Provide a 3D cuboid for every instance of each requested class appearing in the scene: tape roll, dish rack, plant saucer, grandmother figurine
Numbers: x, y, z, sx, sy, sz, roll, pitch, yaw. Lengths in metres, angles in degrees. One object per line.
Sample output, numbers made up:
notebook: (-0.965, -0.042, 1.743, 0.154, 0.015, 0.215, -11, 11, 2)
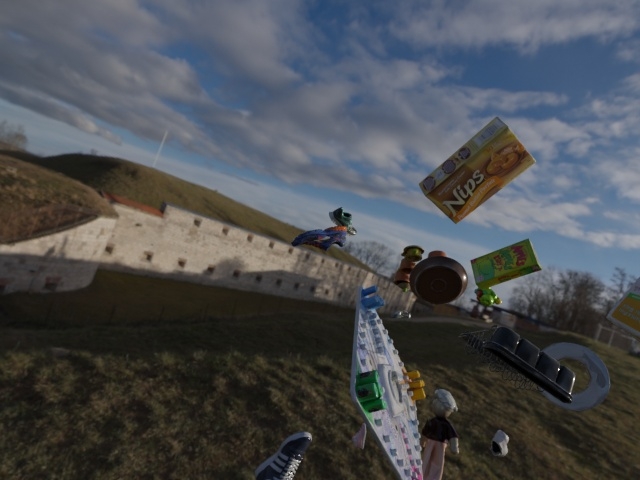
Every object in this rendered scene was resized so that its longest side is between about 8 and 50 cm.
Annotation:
tape roll: (0.845, 0.459, 1.380, 0.219, 0.220, 0.072, 19, -7, 33)
dish rack: (0.451, 0.291, 0.986, 0.208, 0.074, 0.271, 36, -16, 5)
plant saucer: (0.345, 0.125, 1.194, 0.168, 0.169, 0.029, 20, 29, 2)
grandmother figurine: (0.401, 0.690, 1.406, 0.104, 0.343, 0.207, 29, -25, -23)

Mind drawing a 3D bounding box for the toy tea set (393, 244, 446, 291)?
toy tea set: (0.425, 0.148, 1.760, 0.199, 0.125, 0.336, 7, -29, 1)

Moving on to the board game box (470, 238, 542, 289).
board game box: (0.551, 0.073, 1.222, 0.181, 0.092, 0.043, -27, -49, 31)

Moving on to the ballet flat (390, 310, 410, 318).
ballet flat: (0.410, 0.377, 2.082, 0.114, 0.041, 0.041, 5, 3, -21)

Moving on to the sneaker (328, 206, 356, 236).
sneaker: (0.113, -0.082, 1.773, 0.166, 0.076, 0.065, 39, 29, -32)

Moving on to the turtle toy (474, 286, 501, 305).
turtle toy: (0.611, 0.205, 1.502, 0.095, 0.066, 0.130, 54, 9, 3)

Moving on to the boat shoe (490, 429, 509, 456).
boat shoe: (0.711, 0.828, 1.632, 0.066, 0.063, 0.184, 41, -25, 37)

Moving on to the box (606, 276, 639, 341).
box: (0.578, 0.151, 0.623, 0.203, 0.103, 0.114, 33, 9, -8)

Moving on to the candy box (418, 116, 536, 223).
candy box: (0.505, -0.219, 1.329, 0.182, 0.316, 0.088, 35, 28, -28)

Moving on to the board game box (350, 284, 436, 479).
board game box: (0.183, 0.356, 0.988, 0.390, 0.050, 0.390, 63, 18, -20)

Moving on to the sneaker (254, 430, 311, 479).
sneaker: (-0.121, 0.829, 1.465, 0.099, 0.282, 0.153, 37, 13, -31)

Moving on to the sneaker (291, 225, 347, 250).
sneaker: (0.000, 0.000, 1.527, 0.220, 0.087, 0.083, -10, -2, -10)

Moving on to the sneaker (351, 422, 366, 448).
sneaker: (0.215, 1.096, 2.292, 0.070, 0.135, 0.051, 11, -12, -1)
